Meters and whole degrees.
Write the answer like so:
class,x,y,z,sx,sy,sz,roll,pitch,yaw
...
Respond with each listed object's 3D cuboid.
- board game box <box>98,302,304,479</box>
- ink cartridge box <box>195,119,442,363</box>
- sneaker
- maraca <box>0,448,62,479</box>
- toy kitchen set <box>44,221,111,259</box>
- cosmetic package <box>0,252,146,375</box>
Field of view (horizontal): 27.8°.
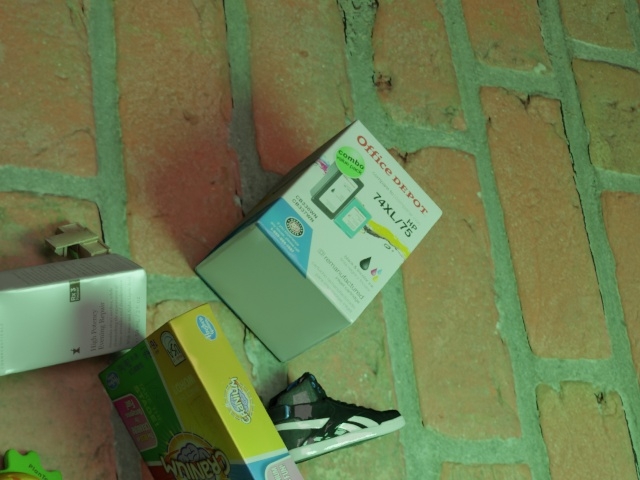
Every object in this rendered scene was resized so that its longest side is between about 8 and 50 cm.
class,x,y,z,sx,sy,sz,roll,pitch,yaw
board game box,-0.143,0.264,1.654,0.064,0.242,0.316,-26,83,-37
ink cartridge box,0.000,0.000,1.897,0.198,0.197,0.270,47,51,-7
sneaker,0.021,0.241,1.873,0.217,0.079,0.121,-11,76,-35
maraca,-0.364,0.329,1.575,0.127,0.099,0.185,46,26,-17
toy kitchen set,-0.340,0.029,1.768,0.068,0.075,0.083,-16,38,-40
cosmetic package,-0.345,0.094,1.672,0.231,0.085,0.117,-12,112,-37
